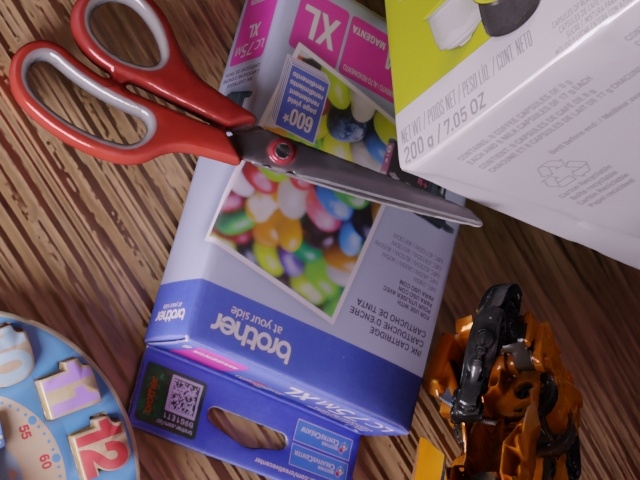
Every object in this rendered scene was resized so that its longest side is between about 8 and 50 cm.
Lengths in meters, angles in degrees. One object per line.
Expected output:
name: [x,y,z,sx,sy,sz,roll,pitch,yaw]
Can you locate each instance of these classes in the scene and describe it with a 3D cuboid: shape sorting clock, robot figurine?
shape sorting clock: [-0.193,0.141,0.911,0.206,0.040,0.206,5,81,-36]
robot figurine: [0.113,0.169,1.048,0.291,0.085,0.211,-76,149,-43]

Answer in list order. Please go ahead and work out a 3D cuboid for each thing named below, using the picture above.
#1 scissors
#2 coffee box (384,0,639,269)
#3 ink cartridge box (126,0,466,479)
scissors: [-0.046,-0.051,0.991,0.297,0.021,0.109,33,67,-7]
coffee box: [0.267,-0.205,1.057,0.338,0.338,0.334,20,52,-33]
ink cartridge box: [0.000,0.000,1.061,0.186,0.065,0.311,26,71,-31]
